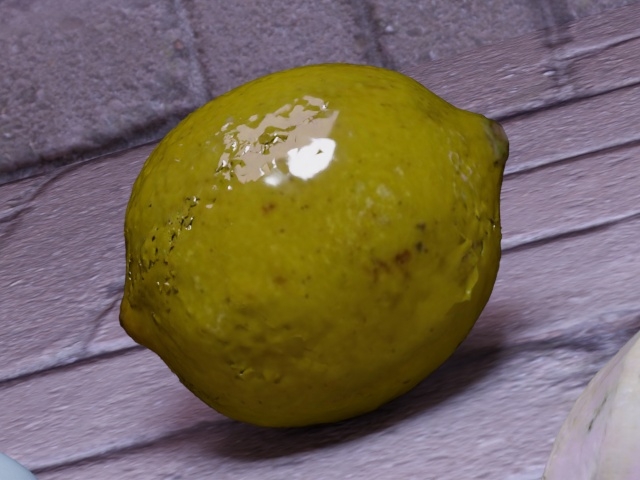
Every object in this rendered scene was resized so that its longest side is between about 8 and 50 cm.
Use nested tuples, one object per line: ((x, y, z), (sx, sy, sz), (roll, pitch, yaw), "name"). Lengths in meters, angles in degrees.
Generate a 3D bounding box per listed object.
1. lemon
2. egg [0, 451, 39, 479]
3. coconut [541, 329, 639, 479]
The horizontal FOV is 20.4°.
((0.000, 0.000, 1.301), (0.310, 0.258, 0.258), (-31, 15, 1), "lemon")
((-0.247, 0.215, 0.962), (0.183, 0.183, 0.264), (-3, 28, 44), "egg")
((0.211, 0.116, 0.722), (0.237, 0.237, 0.197), (-2, 27, 46), "coconut")
